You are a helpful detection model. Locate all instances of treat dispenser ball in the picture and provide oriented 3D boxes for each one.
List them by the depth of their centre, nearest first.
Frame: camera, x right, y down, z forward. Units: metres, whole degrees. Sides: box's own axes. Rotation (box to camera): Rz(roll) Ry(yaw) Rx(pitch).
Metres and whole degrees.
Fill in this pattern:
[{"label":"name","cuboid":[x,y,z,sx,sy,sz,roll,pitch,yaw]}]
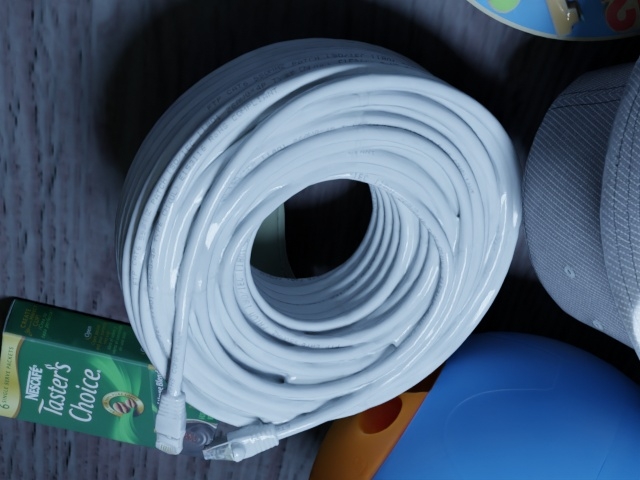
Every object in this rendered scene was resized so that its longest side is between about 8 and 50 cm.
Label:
[{"label":"treat dispenser ball","cuboid":[0.129,0.209,0.923,0.288,0.288,0.288,4,135,4]}]

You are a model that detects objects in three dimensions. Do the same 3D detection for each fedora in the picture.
[{"label":"fedora","cuboid":[0.215,-0.007,0.778,0.124,0.243,0.275,4,148,47]}]

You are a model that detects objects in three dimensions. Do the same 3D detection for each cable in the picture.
[{"label":"cable","cuboid":[0.000,0.000,0.808,0.257,0.089,0.257,-12,122,-17]}]

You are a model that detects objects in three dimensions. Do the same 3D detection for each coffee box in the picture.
[{"label":"coffee box","cuboid":[-0.168,0.116,1.042,0.184,0.040,0.113,15,135,-8]}]

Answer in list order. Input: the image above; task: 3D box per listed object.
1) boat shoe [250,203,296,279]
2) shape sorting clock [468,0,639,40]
[{"label":"boat shoe","cuboid":[-0.063,0.010,0.897,0.069,0.081,0.227,18,137,44]},{"label":"shape sorting clock","cuboid":[0.150,-0.195,0.692,0.206,0.040,0.206,3,135,3]}]
